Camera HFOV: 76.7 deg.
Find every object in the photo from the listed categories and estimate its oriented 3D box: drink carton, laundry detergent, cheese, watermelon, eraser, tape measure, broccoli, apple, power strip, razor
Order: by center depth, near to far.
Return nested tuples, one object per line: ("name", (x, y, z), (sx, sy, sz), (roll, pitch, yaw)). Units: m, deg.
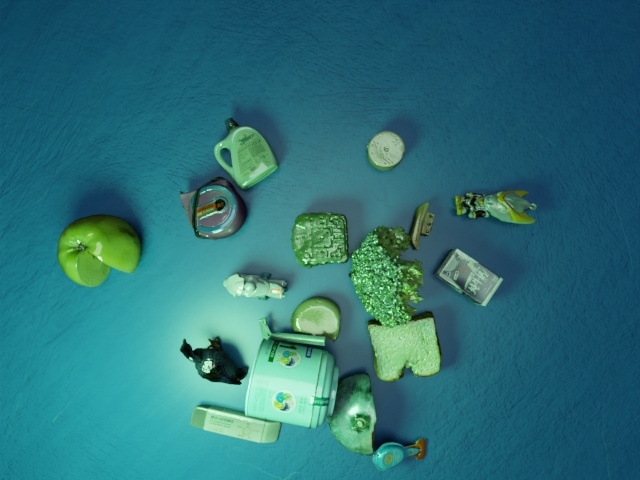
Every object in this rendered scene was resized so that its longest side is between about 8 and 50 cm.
("laundry detergent", (-0.094, 0.535, 1.512), (0.305, 0.287, 0.287), (10, 86, 2))
("broccoli", (0.257, 0.124, 1.545), (0.338, 0.317, 0.277), (35, 128, 18))
("watermelon", (0.118, 0.689, 1.555), (0.188, 0.175, 0.322), (-7, 85, 0))
("cheese", (0.309, 0.828, 1.571), (0.256, 0.037, 0.106), (3, 92, -26))
("razor", (-0.112, 0.375, 1.574), (0.278, 0.056, 0.111), (5, 117, 23))
("apple", (-0.859, 0.038, 1.575), (0.292, 0.254, 0.292), (0, 81, 1))
("eraser", (-0.339, 0.732, 1.617), (0.352, 0.061, 0.089), (13, 88, 2))
("drink carton", (0.587, 0.145, 1.623), (0.222, 0.102, 0.134), (35, 90, 5))
("cheese", (-0.020, 0.314, 1.625), (0.202, 0.091, 0.175), (2, 87, 3))
("tape measure", (-0.423, -0.128, 1.638), (0.231, 0.149, 0.245), (-19, 79, 3))
("laundry detergent", (-0.323, -0.370, 1.666), (0.215, 0.105, 0.280), (-34, 88, 0))
("power strip", (0.265, -0.369, 1.670), (0.154, 0.078, 0.154), (0, 88, 3))

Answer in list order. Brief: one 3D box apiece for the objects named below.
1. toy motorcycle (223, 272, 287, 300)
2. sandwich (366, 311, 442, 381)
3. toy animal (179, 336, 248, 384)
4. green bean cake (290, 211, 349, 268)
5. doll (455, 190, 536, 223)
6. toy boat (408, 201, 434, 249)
("toy motorcycle", (-0.264, 0.183, 1.598), (0.260, 0.171, 0.110), (7, 88, 4))
("sandwich", (0.337, 0.425, 1.610), (0.273, 0.095, 0.249), (-9, 86, 1))
("toy animal", (-0.413, 0.475, 1.575), (0.122, 0.185, 0.298), (-46, 105, -7))
("green bean cake", (0.000, 0.000, 1.633), (0.227, 0.125, 0.222), (-3, 85, 6))
("doll", (0.710, -0.145, 1.642), (0.316, 0.145, 0.103), (0, 124, 7))
("toy boat", (0.415, -0.057, 1.660), (0.077, 0.057, 0.200), (17, 87, -4))
